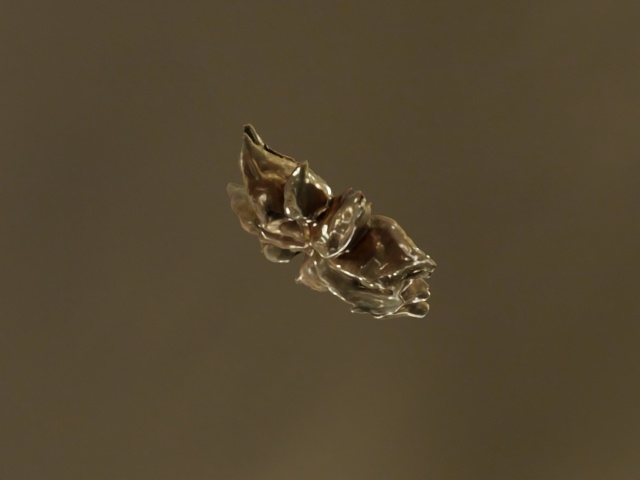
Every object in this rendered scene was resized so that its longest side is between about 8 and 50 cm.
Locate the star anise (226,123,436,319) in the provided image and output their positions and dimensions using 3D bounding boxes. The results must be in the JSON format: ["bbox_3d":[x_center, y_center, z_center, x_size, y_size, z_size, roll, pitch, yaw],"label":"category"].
[{"bbox_3d":[0.000,0.000,0.990,0.182,0.195,0.065,34,-105,14],"label":"star anise"}]
